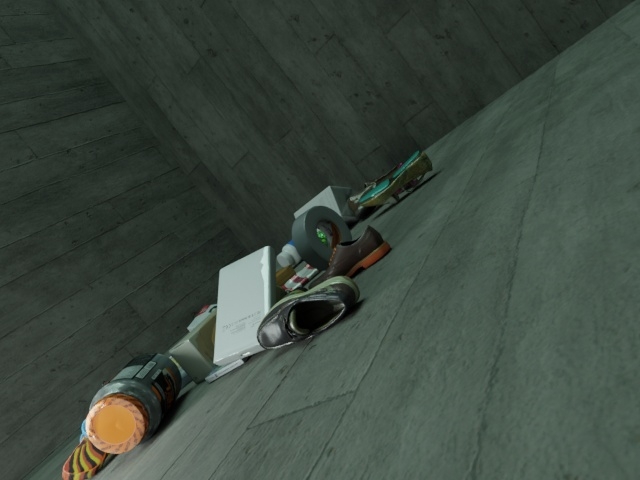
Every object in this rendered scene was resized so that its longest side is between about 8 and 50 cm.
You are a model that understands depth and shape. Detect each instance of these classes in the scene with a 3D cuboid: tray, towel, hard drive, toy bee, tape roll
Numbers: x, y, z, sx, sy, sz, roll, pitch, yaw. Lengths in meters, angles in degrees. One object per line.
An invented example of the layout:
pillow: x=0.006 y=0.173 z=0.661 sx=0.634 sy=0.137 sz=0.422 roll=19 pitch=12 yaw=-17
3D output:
tray: x=-0.290 y=0.271 z=1.997 sx=0.411 sy=0.076 sz=0.203 roll=-43 pitch=7 yaw=-39
towel: x=-0.074 y=0.145 z=1.830 sx=0.329 sy=0.037 sz=0.237 roll=-39 pitch=6 yaw=-12
hard drive: x=-0.214 y=0.182 z=1.319 sx=0.203 sy=0.040 sz=0.307 roll=-26 pitch=47 yaw=24
toy bee: x=-0.641 y=0.580 z=1.399 sx=0.195 sy=0.162 sz=0.298 roll=123 pitch=161 yaw=-55
tape roll: x=0.009 y=-0.009 z=1.588 sx=0.072 sy=0.219 sz=0.219 roll=-32 pitch=8 yaw=43

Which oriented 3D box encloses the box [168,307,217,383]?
box: x=-0.340 y=0.317 z=1.551 sx=0.121 sy=0.148 sz=0.311 roll=-34 pitch=8 yaw=34

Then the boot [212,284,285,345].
boot: x=-0.219 y=0.238 z=1.470 sx=0.261 sy=0.095 sz=0.203 roll=-60 pitch=-23 yaw=-9

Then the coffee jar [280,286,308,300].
coffee jar: x=-0.081 y=0.194 z=1.205 sx=0.096 sy=0.079 sz=0.184 roll=-35 pitch=6 yaw=24

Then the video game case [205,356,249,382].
video game case: x=-0.240 y=0.335 z=1.384 sx=0.173 sy=0.022 sz=0.190 roll=-35 pitch=6 yaw=31

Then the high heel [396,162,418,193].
high heel: x=0.364 y=-0.286 z=2.107 sx=0.082 sy=0.117 sz=0.244 roll=-39 pitch=5 yaw=-6

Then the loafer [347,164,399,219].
loafer: x=0.271 y=-0.261 z=2.241 sx=0.366 sy=0.130 sz=0.133 roll=-40 pitch=-22 yaw=-19

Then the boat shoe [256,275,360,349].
boat shoe: x=-0.043 y=0.173 z=1.030 sx=0.285 sy=0.102 sz=0.092 roll=-30 pitch=4 yaw=24

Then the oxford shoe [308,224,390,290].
oxford shoe: x=0.061 y=0.059 z=1.295 sx=0.271 sy=0.098 sz=0.097 roll=-37 pitch=5 yaw=15

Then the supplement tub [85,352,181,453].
supplement tub: x=-0.533 y=0.463 z=1.332 sx=0.194 sy=0.193 sz=0.316 roll=-38 pitch=6 yaw=1

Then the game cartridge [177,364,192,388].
game cartridge: x=-0.458 y=0.448 z=1.735 sx=0.198 sy=0.062 sz=0.297 roll=-43 pitch=5 yaw=-3

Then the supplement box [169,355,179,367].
supplement box: x=-0.576 y=0.495 z=1.943 sx=0.083 sy=0.083 sz=0.056 roll=-39 pitch=5 yaw=-7

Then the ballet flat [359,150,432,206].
ballet flat: x=0.321 y=-0.226 z=1.930 sx=0.349 sy=0.123 sz=0.123 roll=-40 pitch=4 yaw=20

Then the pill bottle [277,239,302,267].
pill bottle: x=-0.129 y=0.054 z=2.496 sx=0.221 sy=0.124 sz=0.124 roll=-43 pitch=7 yaw=-35

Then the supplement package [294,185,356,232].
supplement package: x=0.037 y=-0.129 z=2.362 sx=0.175 sy=0.177 sz=0.293 roll=-1 pitch=-25 yaw=-47

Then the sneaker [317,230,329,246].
sneaker: x=0.000 y=0.000 z=2.161 sx=0.123 sy=0.109 sz=0.295 roll=-40 pitch=3 yaw=30

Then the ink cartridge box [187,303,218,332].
ink cartridge box: x=-0.400 y=0.307 z=1.758 sx=0.175 sy=0.072 sz=0.127 roll=-14 pitch=30 yaw=35

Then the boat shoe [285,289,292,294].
boat shoe: x=-0.144 y=0.219 z=1.586 sx=0.137 sy=0.049 sz=0.043 roll=-39 pitch=2 yaw=26
